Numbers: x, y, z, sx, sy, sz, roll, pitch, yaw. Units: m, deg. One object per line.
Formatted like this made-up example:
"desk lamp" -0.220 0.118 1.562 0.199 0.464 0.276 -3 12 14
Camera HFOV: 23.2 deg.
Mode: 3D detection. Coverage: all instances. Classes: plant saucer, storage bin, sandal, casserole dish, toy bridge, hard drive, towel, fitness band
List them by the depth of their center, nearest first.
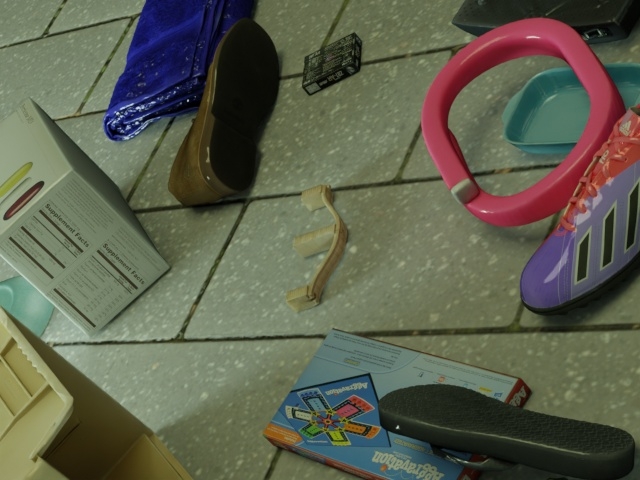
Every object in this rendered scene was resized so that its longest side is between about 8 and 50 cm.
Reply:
"sandal" 0.159 0.186 1.417 0.254 0.055 0.097 12 20 33
"storage bin" -0.250 0.233 1.632 0.123 0.262 0.260 -47 35 -5
"fitness band" 0.216 -0.135 1.692 0.209 0.054 0.291 -35 37 12
"casserole dish" 0.285 -0.140 1.707 0.188 0.037 0.114 1 53 44
"toy bridge" 0.000 0.000 1.845 0.063 0.026 0.188 -19 41 26
"hard drive" 0.293 -0.303 1.858 0.254 0.054 0.172 8 59 48
"plant saucer" -0.453 0.114 2.159 0.195 0.037 0.195 -26 37 22
"towel" -0.212 -0.302 2.334 0.227 0.076 0.308 -18 42 30

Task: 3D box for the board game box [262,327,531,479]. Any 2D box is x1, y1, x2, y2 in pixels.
"board game box" 0.071 0.177 1.584 0.281 0.027 0.145 12 60 49

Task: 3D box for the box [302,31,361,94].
"box" 0.015 -0.238 2.092 0.083 0.018 0.067 -24 38 25

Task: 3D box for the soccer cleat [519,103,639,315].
"soccer cleat" 0.301 -0.061 1.534 0.318 0.116 0.108 -43 34 -2

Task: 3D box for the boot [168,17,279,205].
"boot" -0.138 -0.176 2.110 0.115 0.112 0.305 -25 39 40

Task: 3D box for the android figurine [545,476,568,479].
"android figurine" 0.206 0.318 1.278 0.248 0.056 0.273 -36 33 9

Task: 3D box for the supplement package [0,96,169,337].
"supplement package" -0.347 -0.035 2.067 0.145 0.204 0.262 -42 34 0
